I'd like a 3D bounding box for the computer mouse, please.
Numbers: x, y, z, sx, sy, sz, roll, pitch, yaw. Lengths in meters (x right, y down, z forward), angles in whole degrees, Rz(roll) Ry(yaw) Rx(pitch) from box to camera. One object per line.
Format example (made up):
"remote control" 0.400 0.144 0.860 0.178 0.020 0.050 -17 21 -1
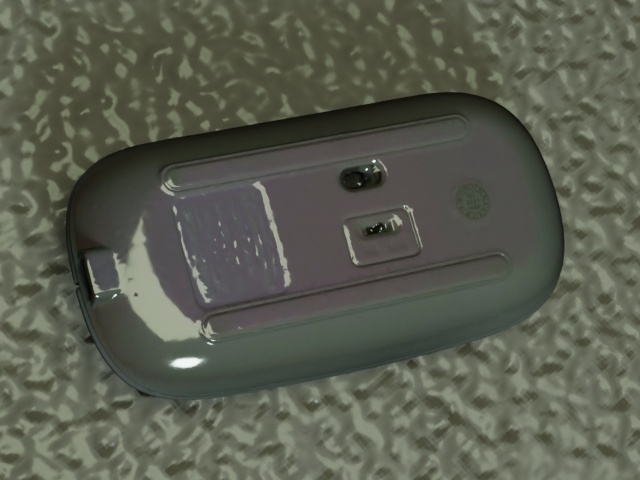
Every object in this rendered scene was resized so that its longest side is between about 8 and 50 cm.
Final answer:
"computer mouse" 0.000 0.000 0.846 0.232 0.057 0.120 -13 79 -23
